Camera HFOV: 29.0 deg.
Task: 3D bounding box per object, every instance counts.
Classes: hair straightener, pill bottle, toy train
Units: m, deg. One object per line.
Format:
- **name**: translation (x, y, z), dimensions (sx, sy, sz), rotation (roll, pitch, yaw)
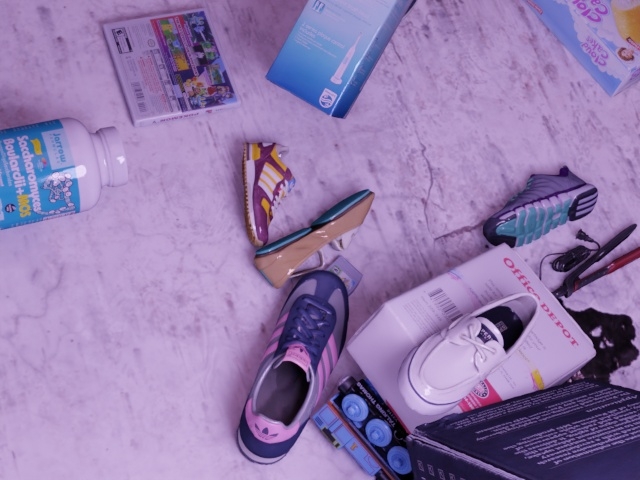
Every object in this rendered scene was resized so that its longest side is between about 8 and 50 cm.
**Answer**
- **hair straightener**: translation (0.433, 0.029, 2.031), dimensions (0.230, 0.047, 0.089), rotation (-28, 72, -19)
- **pill bottle**: translation (-0.427, -0.101, 1.850), dimensions (0.264, 0.146, 0.146), rotation (-14, 67, -18)
- **toy train**: translation (0.079, 0.281, 1.781), dimensions (0.184, 0.105, 0.080), rotation (48, 39, 8)

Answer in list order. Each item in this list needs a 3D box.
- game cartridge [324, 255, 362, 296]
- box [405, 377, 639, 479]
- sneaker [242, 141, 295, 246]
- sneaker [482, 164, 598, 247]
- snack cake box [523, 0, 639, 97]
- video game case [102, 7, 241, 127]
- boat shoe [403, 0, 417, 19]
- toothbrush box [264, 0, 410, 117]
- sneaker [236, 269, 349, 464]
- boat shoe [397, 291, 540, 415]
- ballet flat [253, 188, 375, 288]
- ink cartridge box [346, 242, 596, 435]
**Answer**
- **game cartridge**: translation (0.025, 0.067, 1.934), dimensions (0.056, 0.017, 0.083), rotation (43, 63, 7)
- **box**: translation (0.362, 0.449, 1.452), dimensions (0.297, 0.472, 0.480), rotation (-13, 96, -18)
- **sneaker**: translation (-0.079, -0.076, 1.956), dimensions (0.084, 0.069, 0.185), rotation (-2, 64, -7)
- **sneaker**: translation (0.345, -0.058, 2.047), dimensions (0.223, 0.083, 0.098), rotation (-18, 47, -25)
- **snack cake box**: translation (0.508, -0.406, 2.243), dimensions (0.152, 0.089, 0.264), rotation (-31, 73, -25)
- **video game case**: translation (-0.247, -0.290, 2.059), dimensions (0.183, 0.023, 0.201), rotation (-13, 65, -18)
- **boat shoe**: translation (0.090, -0.419, 2.164), dimensions (0.254, 0.079, 0.095), rotation (-33, 75, -24)
- **toothbrush box**: translation (0.050, -0.350, 1.970), dimensions (0.126, 0.216, 0.295), rotation (31, 99, 4)
- **sneaker**: translation (-0.025, 0.166, 1.802), dimensions (0.112, 0.131, 0.319), rotation (20, 62, -1)
- **boat shoe**: translation (0.207, 0.143, 1.656), dimensions (0.267, 0.088, 0.096), rotation (-24, 70, -42)
- **ballet flat**: translation (0.000, 0.000, 1.943), dimensions (0.232, 0.080, 0.073), rotation (-30, 101, -22)
- **ink cartridge box**: translation (0.223, 0.161, 1.810), dimensions (0.306, 0.131, 0.226), rotation (-21, 67, -44)
